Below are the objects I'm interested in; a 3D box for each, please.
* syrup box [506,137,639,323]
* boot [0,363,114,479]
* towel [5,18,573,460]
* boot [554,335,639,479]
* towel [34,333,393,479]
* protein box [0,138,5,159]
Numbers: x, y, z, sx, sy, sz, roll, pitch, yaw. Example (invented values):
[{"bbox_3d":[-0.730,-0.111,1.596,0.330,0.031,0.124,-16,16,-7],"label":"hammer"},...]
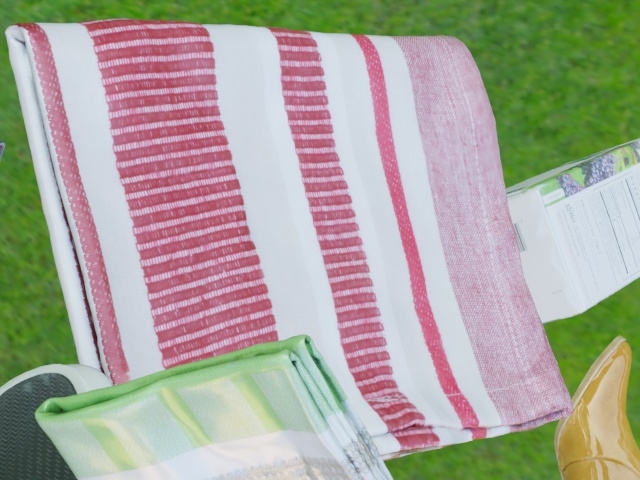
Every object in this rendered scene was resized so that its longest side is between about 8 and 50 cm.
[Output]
[{"bbox_3d":[0.188,-0.007,1.294,0.237,0.093,0.096,-24,95,-55],"label":"syrup box"},{"bbox_3d":[-0.075,0.183,0.739,0.176,0.088,0.244,31,47,-52],"label":"boot"},{"bbox_3d":[0.000,0.000,0.895,0.329,0.037,0.237,-4,76,-48],"label":"towel"},{"bbox_3d":[0.340,0.268,1.855,0.295,0.211,0.104,-63,161,-12],"label":"boot"},{"bbox_3d":[-0.021,0.106,0.620,0.113,0.023,0.152,-18,119,24],"label":"towel"},{"bbox_3d":[-0.395,-0.025,1.614,0.136,0.200,0.201,15,96,-21],"label":"protein box"}]
